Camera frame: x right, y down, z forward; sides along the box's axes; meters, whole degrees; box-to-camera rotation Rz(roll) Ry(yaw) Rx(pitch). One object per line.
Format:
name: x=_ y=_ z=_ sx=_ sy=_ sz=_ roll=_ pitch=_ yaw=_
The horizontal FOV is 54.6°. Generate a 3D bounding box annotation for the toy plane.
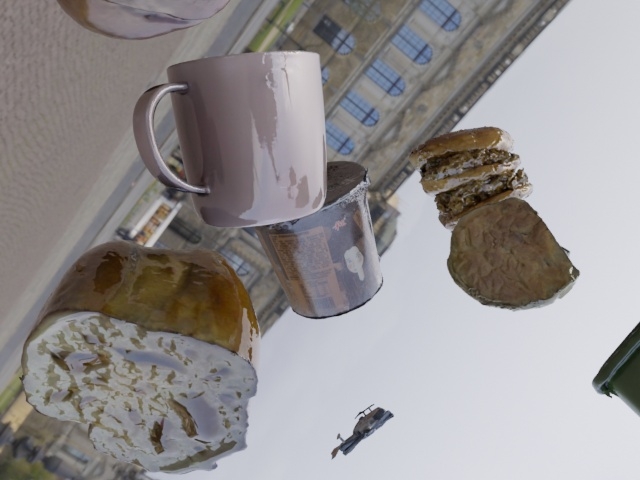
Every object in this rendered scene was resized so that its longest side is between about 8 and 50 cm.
toy plane: x=0.100 y=0.467 z=1.526 sx=0.197 sy=0.053 sz=0.078 roll=-39 pitch=-176 yaw=11

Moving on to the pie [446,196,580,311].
pie: x=0.301 y=0.024 z=1.018 sx=0.185 sy=0.052 sz=0.218 roll=-22 pitch=-124 yaw=-1

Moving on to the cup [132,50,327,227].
cup: x=-0.107 y=-0.120 z=0.773 sx=0.192 sy=0.200 sz=0.253 roll=4 pitch=-166 yaw=44

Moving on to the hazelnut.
hazelnut: x=-0.313 y=-0.511 z=1.089 sx=0.373 sy=0.315 sz=0.372 roll=-29 pitch=-154 yaw=16

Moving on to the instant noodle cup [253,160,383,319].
instant noodle cup: x=0.000 y=0.000 z=1.043 sx=0.218 sy=0.207 sz=0.217 roll=-14 pitch=-156 yaw=7

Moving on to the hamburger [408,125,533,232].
hamburger: x=0.330 y=-0.141 z=1.371 sx=0.261 sy=0.211 sz=0.245 roll=-18 pitch=179 yaw=-39

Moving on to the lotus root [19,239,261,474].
lotus root: x=-0.233 y=0.146 z=0.837 sx=0.316 sy=0.316 sz=0.250 roll=-48 pitch=-155 yaw=23

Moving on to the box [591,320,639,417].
box: x=0.526 y=0.128 z=0.729 sx=0.177 sy=0.329 sz=0.252 roll=55 pitch=-40 yaw=39
